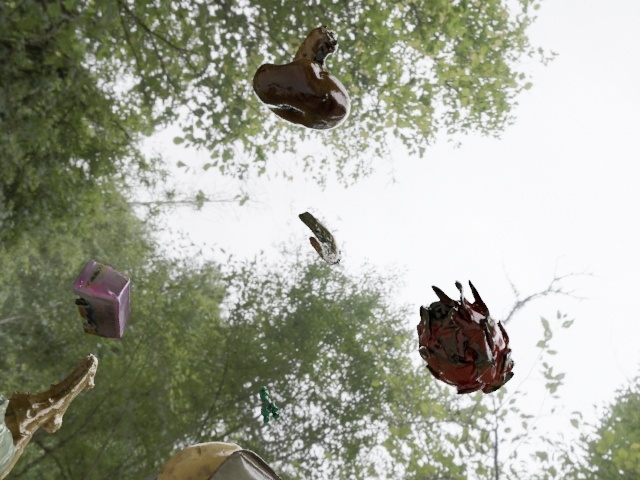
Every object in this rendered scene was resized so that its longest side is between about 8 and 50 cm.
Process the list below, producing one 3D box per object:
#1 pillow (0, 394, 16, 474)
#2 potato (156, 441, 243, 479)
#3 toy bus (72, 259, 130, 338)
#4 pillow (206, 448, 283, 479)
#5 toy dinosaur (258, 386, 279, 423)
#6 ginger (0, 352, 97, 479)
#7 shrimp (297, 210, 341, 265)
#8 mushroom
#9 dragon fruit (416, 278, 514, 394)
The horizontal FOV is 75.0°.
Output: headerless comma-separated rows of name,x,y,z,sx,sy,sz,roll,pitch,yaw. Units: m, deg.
pillow,-0.523,0.323,0.500,0.076,0.280,0.274,43,-46,8
potato,-0.301,0.583,1.031,0.161,0.234,0.128,52,-34,2
toy bus,-0.548,0.158,1.057,0.274,0.112,0.090,123,-16,-51
pillow,-0.095,0.416,0.643,0.233,0.130,0.038,51,-12,-28
toy dinosaur,-0.182,0.560,1.414,0.096,0.059,0.132,50,-36,47
ginger,-0.686,0.412,1.012,0.148,0.333,0.081,46,-50,0
shrimp,-0.001,0.001,1.620,0.058,0.173,0.253,-29,-59,28
mushroom,-0.038,-0.422,1.176,0.267,0.254,0.267,30,-27,18
dragon fruit,0.292,0.206,0.874,0.274,0.192,0.193,49,-26,-8
